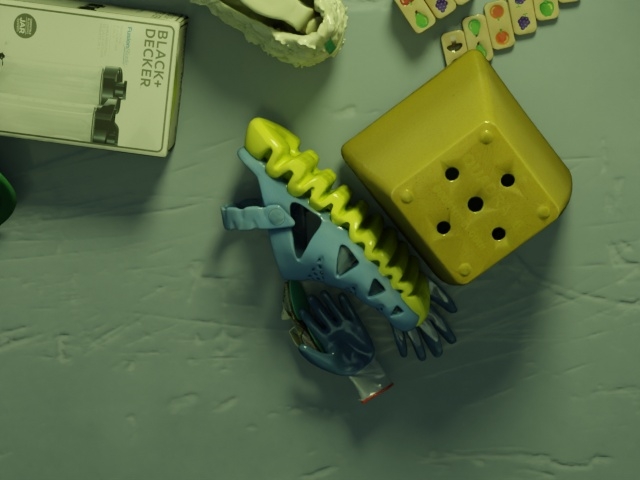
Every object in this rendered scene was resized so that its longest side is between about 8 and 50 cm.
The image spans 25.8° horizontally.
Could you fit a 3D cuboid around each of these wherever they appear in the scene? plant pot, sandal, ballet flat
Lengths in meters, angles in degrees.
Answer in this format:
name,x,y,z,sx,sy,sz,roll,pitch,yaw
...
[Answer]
name,x,y,z,sx,sy,sz,roll,pitch,yaw
plant pot,0.169,-0.067,1.640,0.212,0.187,0.212,-37,105,10
sandal,0.000,0.000,1.700,0.317,0.126,0.138,44,104,7
ballet flat,-0.133,-0.351,1.619,0.409,0.147,0.147,35,101,-6
ballet flat,-0.028,0.102,1.771,0.041,0.041,0.114,-24,100,7

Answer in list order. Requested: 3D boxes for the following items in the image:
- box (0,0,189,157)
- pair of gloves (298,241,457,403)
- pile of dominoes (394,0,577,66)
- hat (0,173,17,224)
name,x,y,z,sx,sy,sz,roll,pitch,yaw
box,-0.312,-0.205,1.679,0.290,0.087,0.169,9,103,-1
pair of gloves,0.070,0.107,1.758,0.198,0.023,0.159,-33,96,-6
pile of dominoes,0.210,-0.331,1.662,0.251,0.040,0.196,-33,100,9
hat,-0.477,-0.128,1.732,0.173,0.183,0.208,-20,145,17
